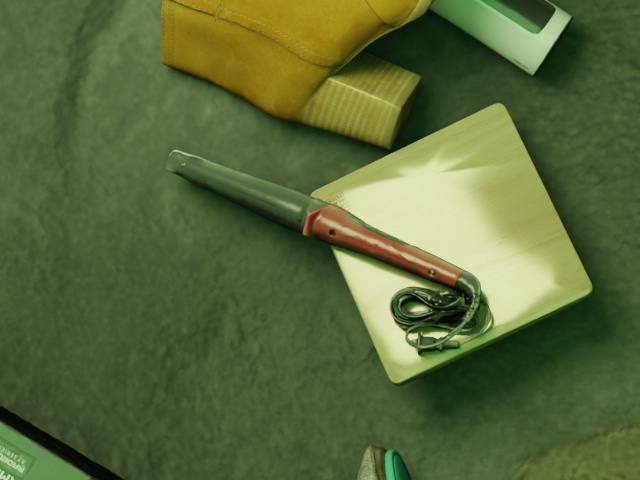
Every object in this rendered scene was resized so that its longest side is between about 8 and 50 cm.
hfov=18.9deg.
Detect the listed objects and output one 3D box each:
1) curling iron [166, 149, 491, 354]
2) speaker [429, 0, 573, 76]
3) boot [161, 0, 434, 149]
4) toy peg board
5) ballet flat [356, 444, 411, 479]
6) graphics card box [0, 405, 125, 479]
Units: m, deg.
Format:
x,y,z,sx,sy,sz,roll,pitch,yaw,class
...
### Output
x,y,z,sx,sy,sz,roll,pitch,yaw,class
0.000,0.000,1.398,0.274,0.035,0.068,30,84,17,curling iron
0.118,-0.181,1.436,0.136,0.055,0.055,34,92,4,speaker
-0.007,-0.214,1.375,0.211,0.104,0.295,24,123,7,boot
0.100,0.010,1.436,0.161,0.079,0.161,-25,72,4,toy peg board
0.057,0.312,1.415,0.106,0.107,0.316,-20,87,11,ballet flat
-0.242,0.337,1.426,0.232,0.094,0.371,32,87,1,graphics card box
